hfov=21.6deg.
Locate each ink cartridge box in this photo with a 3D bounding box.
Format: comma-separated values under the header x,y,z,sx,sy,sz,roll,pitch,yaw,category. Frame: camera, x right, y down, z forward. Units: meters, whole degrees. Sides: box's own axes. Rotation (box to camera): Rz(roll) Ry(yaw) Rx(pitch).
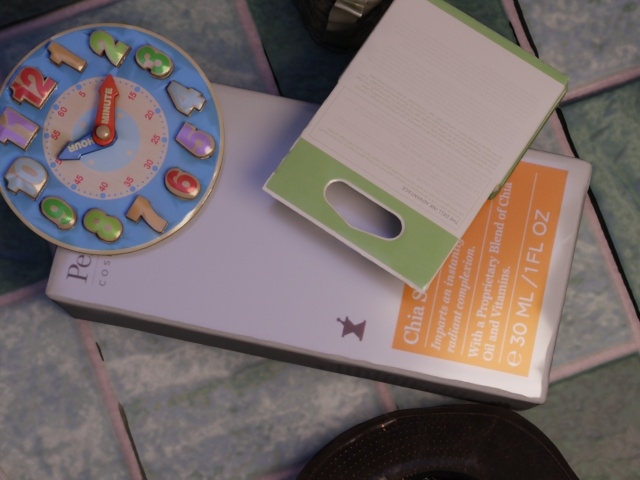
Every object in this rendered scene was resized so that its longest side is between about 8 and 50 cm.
x,y,z,sx,sy,sz,roll,pitch,yaw,category
0.083,-0.087,1.456,0.171,0.056,0.235,33,78,8,ink cartridge box

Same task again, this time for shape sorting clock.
x,y,z,sx,sy,sz,roll,pitch,yaw,category
-0.187,-0.090,1.467,0.206,0.040,0.206,0,81,2,shape sorting clock

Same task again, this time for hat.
x,y,z,sx,sy,sz,roll,pitch,yaw,category
0.118,0.319,1.521,0.331,0.134,0.331,-4,63,7,hat

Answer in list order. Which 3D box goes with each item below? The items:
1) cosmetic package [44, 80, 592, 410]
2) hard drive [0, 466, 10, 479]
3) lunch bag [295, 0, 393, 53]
x,y,z,sx,sy,sz,roll,pitch,yaw,category
0.000,0.000,1.553,0.453,0.161,0.230,11,82,2,cosmetic package
-0.285,0.383,1.525,0.203,0.040,0.307,-42,73,4,hard drive
0.045,-0.328,1.558,0.169,0.235,0.287,17,82,-3,lunch bag
